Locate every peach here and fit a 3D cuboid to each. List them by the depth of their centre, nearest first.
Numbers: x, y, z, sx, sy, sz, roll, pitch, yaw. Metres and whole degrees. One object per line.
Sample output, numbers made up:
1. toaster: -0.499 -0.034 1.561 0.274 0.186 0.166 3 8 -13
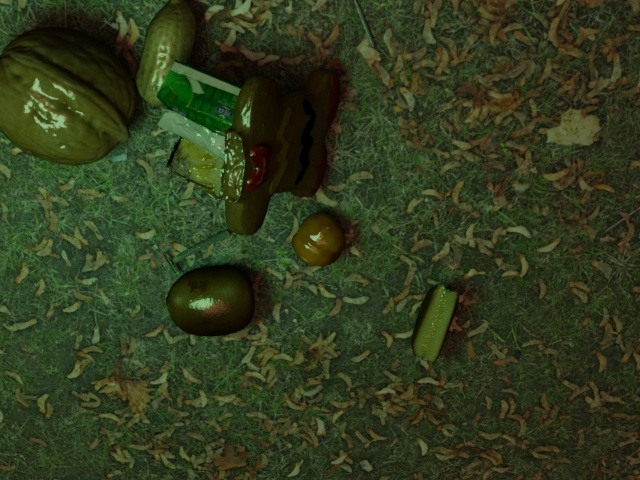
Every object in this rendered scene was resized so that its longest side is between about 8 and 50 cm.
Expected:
1. peach: 0.000 0.000 1.861 0.138 0.138 0.138 0 113 1

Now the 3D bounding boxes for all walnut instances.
1. walnut: -0.587 -0.327 1.650 0.333 0.333 0.332 0 113 1

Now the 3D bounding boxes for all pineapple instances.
1. pineapple: -0.290 -0.211 1.782 0.186 0.114 0.236 -15 114 20

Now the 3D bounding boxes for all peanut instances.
1. peanut: -0.356 -0.440 1.674 0.122 0.137 0.253 14 110 -3

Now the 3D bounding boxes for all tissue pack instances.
1. tissue pack: -0.248 -0.282 1.609 0.209 0.148 0.156 24 81 10

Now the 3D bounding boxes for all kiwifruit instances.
1. kiwifruit: -0.291 0.161 1.898 0.234 0.196 0.195 -1 113 -3

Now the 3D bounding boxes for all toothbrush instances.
1. toothbrush: 0.095 -0.534 1.693 0.011 0.014 0.167 -25 111 1

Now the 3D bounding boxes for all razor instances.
1. razor: -0.327 0.019 1.922 0.191 0.037 0.068 -28 106 10

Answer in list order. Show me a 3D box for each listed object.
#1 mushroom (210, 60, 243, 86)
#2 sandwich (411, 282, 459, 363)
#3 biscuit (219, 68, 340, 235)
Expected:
1. mushroom: -0.163 -0.277 1.769 0.123 0.095 0.351 -19 114 37
2. sandwich: 0.315 0.214 1.972 0.090 0.088 0.244 17 116 3
3. biscuit: -0.080 -0.201 1.647 0.076 0.394 0.368 22 115 25
